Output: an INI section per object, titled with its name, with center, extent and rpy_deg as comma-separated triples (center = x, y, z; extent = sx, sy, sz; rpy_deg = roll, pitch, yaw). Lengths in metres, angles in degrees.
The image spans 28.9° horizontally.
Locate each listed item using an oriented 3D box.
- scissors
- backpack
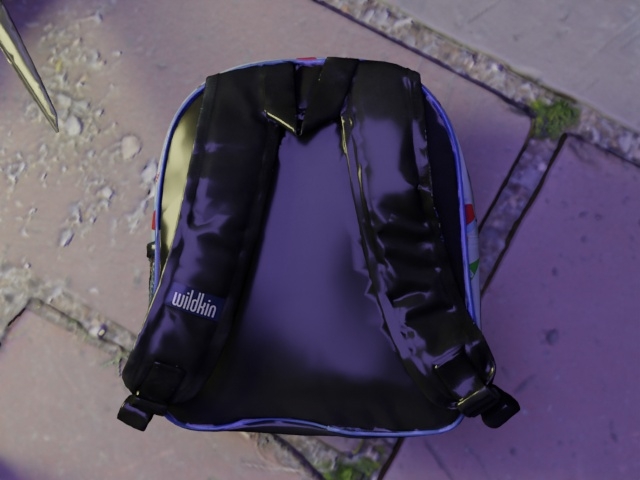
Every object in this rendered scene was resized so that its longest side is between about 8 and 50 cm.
[scissors]
center = -0.280, -0.211, 0.964
extent = 0.109, 0.021, 0.297
rpy_deg = -15, 84, 4
[backpack]
center = 0.000, 0.000, 0.908
extent = 0.277, 0.213, 0.263
rpy_deg = 1, 96, 0
